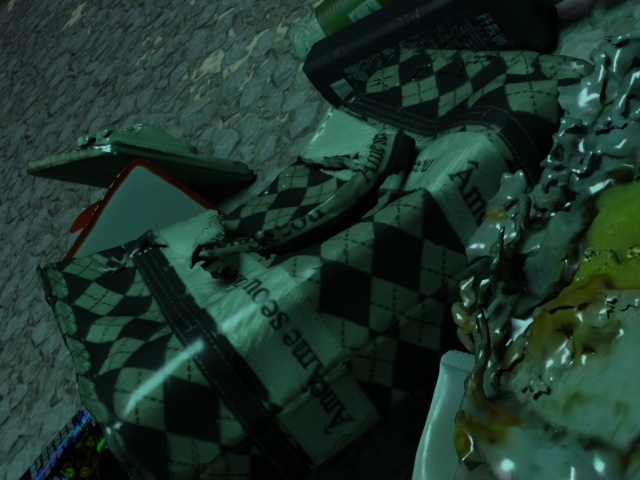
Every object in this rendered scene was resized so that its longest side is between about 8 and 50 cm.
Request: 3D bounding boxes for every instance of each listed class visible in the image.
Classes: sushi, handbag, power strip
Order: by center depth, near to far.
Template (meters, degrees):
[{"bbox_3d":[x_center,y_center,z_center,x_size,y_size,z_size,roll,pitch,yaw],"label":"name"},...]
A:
[{"bbox_3d":[0.244,0.027,0.487,0.417,0.176,0.417,-26,44,29],"label":"sushi"},{"bbox_3d":[0.000,0.000,0.771,0.416,0.180,0.317,-36,29,-8],"label":"handbag"},{"bbox_3d":[-0.212,-0.100,1.125,0.198,0.213,0.064,-4,81,47],"label":"power strip"}]

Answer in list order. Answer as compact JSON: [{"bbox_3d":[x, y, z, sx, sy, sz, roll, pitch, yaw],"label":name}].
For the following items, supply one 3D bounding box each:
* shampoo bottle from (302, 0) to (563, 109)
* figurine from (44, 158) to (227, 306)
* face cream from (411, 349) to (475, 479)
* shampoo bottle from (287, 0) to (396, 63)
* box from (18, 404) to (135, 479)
[{"bbox_3d":[0.129,-0.199,0.914,0.309,0.098,0.071,-18,38,40],"label":"shampoo bottle"},{"bbox_3d":[-0.229,0.015,1.112,0.183,0.160,0.226,-58,25,-10],"label":"figurine"},{"bbox_3d":[0.104,0.183,0.604,0.114,0.070,0.224,16,68,10],"label":"face cream"},{"bbox_3d":[0.057,-0.276,1.105,0.204,0.065,0.065,-34,38,27],"label":"shampoo bottle"},{"bbox_3d":[-0.250,0.307,0.902,0.310,0.084,0.198,-48,33,5],"label":"box"}]
